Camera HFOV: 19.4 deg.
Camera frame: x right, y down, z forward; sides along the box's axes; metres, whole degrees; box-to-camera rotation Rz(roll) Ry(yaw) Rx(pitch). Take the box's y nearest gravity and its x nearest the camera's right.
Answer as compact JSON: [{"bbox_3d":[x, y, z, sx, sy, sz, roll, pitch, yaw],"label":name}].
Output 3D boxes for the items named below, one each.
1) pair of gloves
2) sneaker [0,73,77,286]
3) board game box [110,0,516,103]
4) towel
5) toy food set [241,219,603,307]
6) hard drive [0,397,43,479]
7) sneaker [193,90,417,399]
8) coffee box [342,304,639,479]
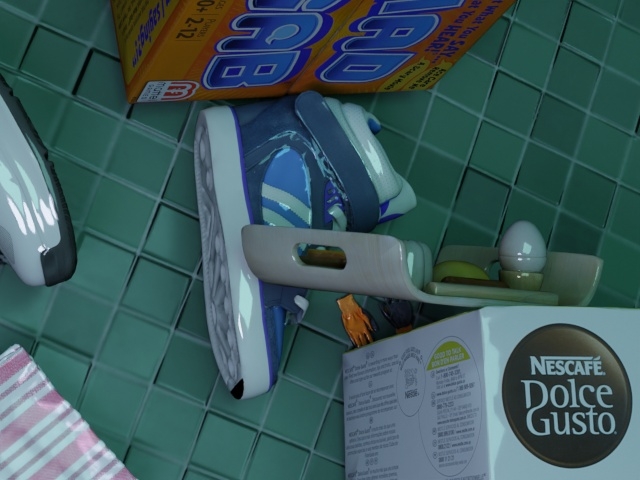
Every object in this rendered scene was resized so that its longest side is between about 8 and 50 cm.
[{"bbox_3d":[0.063,0.084,2.030,0.083,0.010,0.074,-19,85,-24],"label":"pair of gloves"},{"bbox_3d":[-0.436,-0.106,1.825,0.257,0.169,0.447,-30,82,-15],"label":"sneaker"},{"bbox_3d":[-0.014,-0.374,1.899,0.356,0.356,0.356,-4,73,-22],"label":"board game box"},{"bbox_3d":[-0.279,0.215,1.792,0.144,0.029,0.197,-42,95,-24],"label":"towel"},{"bbox_3d":[0.102,0.014,1.847,0.306,0.220,0.092,7,88,-44],"label":"toy food set"},{"bbox_3d":[-0.443,0.247,1.771,0.339,0.064,0.236,8,75,-18],"label":"hard drive"},{"bbox_3d":[0.000,0.000,1.959,0.236,0.130,0.322,-3,73,-17],"label":"sneaker"},{"bbox_3d":[0.242,0.250,1.878,0.338,0.338,0.334,2,78,-22],"label":"coffee box"}]
